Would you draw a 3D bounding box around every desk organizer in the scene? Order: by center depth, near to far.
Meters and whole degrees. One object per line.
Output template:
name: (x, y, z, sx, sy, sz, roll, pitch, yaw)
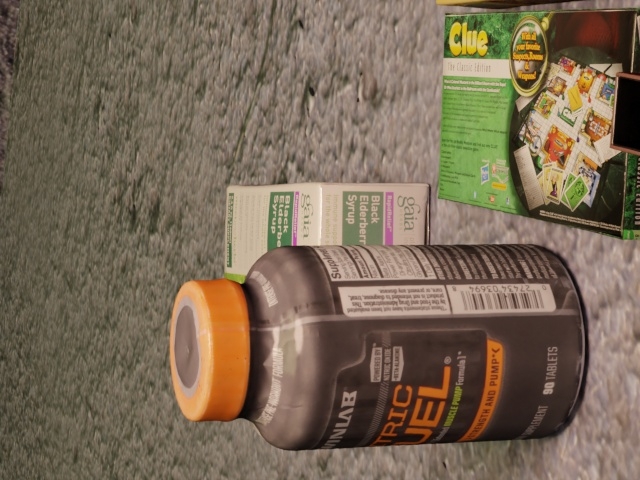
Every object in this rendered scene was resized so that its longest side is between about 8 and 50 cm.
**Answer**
desk organizer: (0.206, -0.060, 0.877, 0.130, 0.050, 0.047, -153, 64, -67)

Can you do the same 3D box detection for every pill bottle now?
pill bottle: (0.032, 0.067, 1.066, 0.130, 0.246, 0.130, 180, 90, -70)

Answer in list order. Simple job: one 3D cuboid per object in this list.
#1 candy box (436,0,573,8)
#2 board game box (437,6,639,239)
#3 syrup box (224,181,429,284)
candy box: (0.134, -0.205, 1.066, 0.187, 0.053, 0.109, -164, 74, -70)
board game box: (0.142, -0.081, 1.082, 0.260, 0.030, 0.136, -160, 69, -68)
syrup box: (0.000, 0.000, 1.366, 0.237, 0.096, 0.093, -176, 86, -70)
